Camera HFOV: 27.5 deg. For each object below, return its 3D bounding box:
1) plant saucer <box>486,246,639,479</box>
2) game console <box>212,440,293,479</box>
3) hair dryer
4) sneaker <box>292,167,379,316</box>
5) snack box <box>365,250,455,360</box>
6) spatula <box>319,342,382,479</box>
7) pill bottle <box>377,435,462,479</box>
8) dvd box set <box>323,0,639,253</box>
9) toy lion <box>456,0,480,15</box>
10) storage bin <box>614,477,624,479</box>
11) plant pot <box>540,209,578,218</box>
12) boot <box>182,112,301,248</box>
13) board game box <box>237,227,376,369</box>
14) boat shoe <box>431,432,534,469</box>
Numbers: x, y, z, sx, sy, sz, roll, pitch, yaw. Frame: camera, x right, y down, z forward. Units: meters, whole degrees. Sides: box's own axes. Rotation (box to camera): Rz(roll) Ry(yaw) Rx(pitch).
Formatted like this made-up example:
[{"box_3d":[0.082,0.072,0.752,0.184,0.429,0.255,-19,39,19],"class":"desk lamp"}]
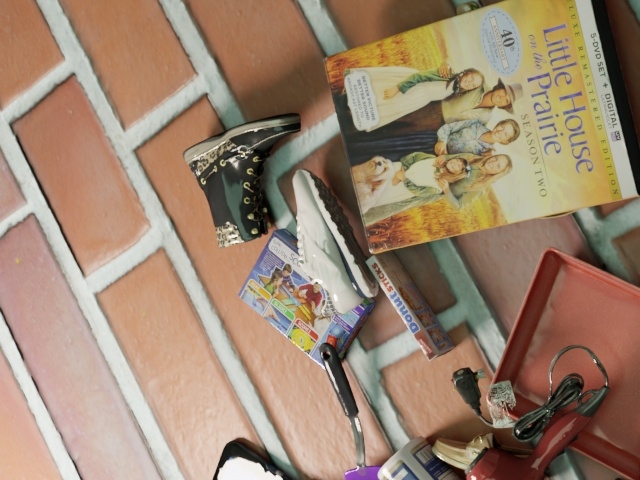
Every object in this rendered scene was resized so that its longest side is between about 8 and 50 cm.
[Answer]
[{"box_3d":[0.392,0.171,1.835,0.258,0.048,0.259,27,111,25],"class":"plant saucer"},{"box_3d":[-0.134,0.523,2.135,0.173,0.250,0.293,19,109,-1],"class":"game console"},{"box_3d":[0.306,0.304,1.830,0.224,0.080,0.293,-11,96,26],"class":"hair dryer"},{"box_3d":[0.000,0.000,2.002,0.095,0.090,0.235,-30,72,20],"class":"sneaker"},{"box_3d":[0.136,0.096,1.966,0.022,0.064,0.178,-38,77,27],"class":"snack box"},{"box_3d":[0.053,0.298,2.047,0.084,0.030,0.296,-16,95,32],"class":"spatula"},{"box_3d":[0.174,0.387,1.969,0.169,0.094,0.094,48,117,17],"class":"pill bottle"},{"box_3d":[0.224,-0.166,1.838,0.420,0.062,0.307,-12,92,32],"class":"dvd box set"},{"box_3d":[0.247,-0.293,1.865,0.100,0.034,0.096,5,108,29],"class":"toy lion"},{"box_3d":[0.417,0.436,1.814,0.084,0.122,0.180,16,105,28],"class":"storage bin"},{"box_3d":[0.315,-0.149,1.841,0.236,0.032,0.236,5,100,31],"class":"plant pot"},{"box_3d":[-0.103,-0.095,2.071,0.236,0.085,0.178,-17,90,38],"class":"boot"},{"box_3d":[-0.024,0.093,2.078,0.201,0.035,0.136,39,115,20],"class":"board game box"},{"box_3d":[0.250,0.313,1.936,0.170,0.063,0.059,13,101,19],"class":"boat shoe"}]
